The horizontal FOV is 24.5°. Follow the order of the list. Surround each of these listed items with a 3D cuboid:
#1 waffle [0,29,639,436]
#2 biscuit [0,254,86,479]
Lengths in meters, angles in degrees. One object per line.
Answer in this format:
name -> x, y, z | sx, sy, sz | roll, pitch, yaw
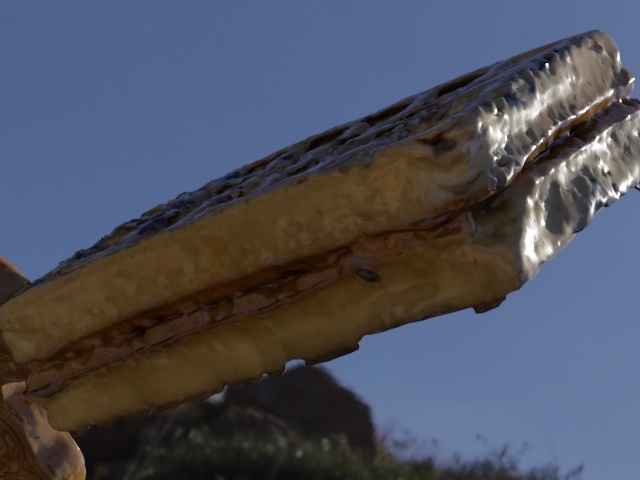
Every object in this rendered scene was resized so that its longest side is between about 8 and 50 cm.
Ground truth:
waffle -> 0.000, 0.001, 0.929 | 0.376, 0.261, 0.114 | -20, -80, 33
biscuit -> -0.322, 0.069, 1.098 | 0.351, 0.057, 0.312 | 32, -42, 13
